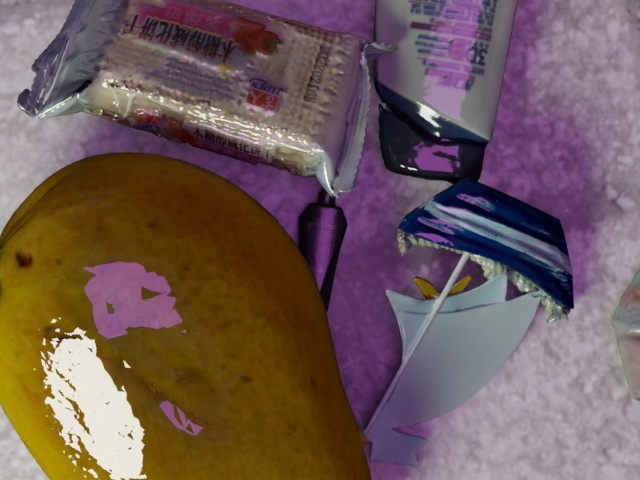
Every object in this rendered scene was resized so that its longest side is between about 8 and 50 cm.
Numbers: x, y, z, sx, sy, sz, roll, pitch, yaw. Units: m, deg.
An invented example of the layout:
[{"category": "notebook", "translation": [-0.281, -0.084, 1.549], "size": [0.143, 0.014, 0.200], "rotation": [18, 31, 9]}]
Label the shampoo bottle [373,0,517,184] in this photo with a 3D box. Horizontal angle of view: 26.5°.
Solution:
[{"category": "shampoo bottle", "translation": [0.121, -0.238, 1.297], "size": [0.134, 0.078, 0.359], "rotation": [10, 91, -1]}]

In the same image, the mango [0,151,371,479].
[{"category": "mango", "translation": [-0.113, 0.128, 1.222], "size": [0.301, 0.220, 0.445], "rotation": [-41, 103, -9]}]

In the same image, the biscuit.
[{"category": "biscuit", "translation": [-0.099, -0.147, 1.237], "size": [0.309, 0.079, 0.186], "rotation": [18, 60, 1]}]

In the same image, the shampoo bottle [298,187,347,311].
[{"category": "shampoo bottle", "translation": [0.000, 0.000, 1.316], "size": [0.048, 0.027, 0.137], "rotation": [8, 91, 3]}]

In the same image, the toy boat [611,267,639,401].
[{"category": "toy boat", "translation": [0.403, 0.039, 1.339], "size": [0.206, 0.096, 0.282], "rotation": [14, 81, 8]}]

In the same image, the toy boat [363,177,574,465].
[{"category": "toy boat", "translation": [0.128, 0.094, 1.301], "size": [0.220, 0.067, 0.291], "rotation": [22, 97, -29]}]
